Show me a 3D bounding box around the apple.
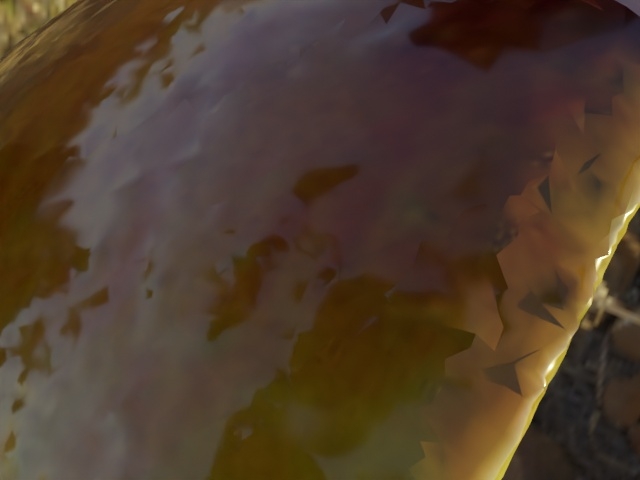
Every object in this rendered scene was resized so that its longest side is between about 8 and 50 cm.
[{"bbox_3d":[0.000,0.000,0.509,0.254,0.179,0.346,-7,28,25],"label":"apple"}]
